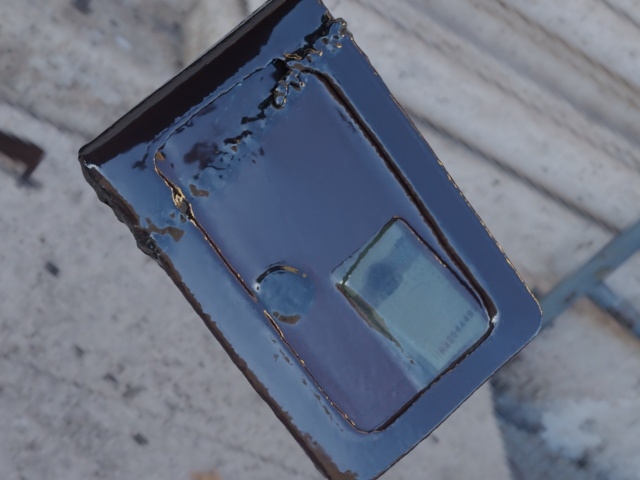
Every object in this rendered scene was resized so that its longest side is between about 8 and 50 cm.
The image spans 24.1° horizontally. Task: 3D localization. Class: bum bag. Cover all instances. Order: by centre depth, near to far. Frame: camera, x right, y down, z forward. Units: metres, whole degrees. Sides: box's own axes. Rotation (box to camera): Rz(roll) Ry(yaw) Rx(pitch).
[{"bbox_3d":[0.000,0.000,0.533,0.159,0.109,0.026,54,-17,-9],"label":"bum bag"}]
